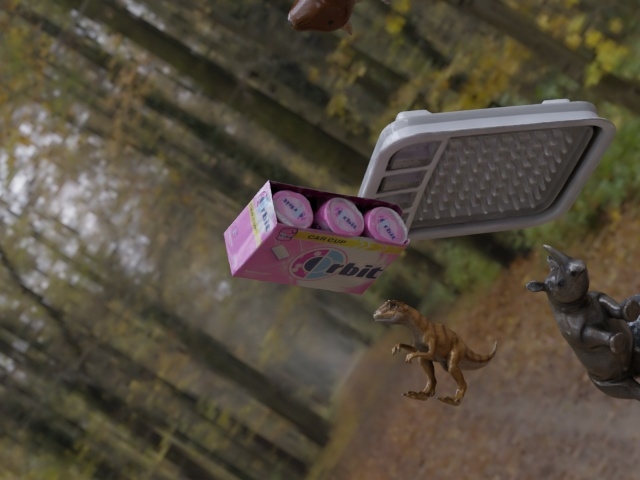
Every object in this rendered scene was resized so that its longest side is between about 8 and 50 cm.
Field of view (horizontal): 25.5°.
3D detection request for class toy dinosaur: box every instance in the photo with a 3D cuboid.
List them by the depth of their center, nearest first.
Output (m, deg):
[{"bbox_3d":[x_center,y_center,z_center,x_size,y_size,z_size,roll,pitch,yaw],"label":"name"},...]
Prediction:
[{"bbox_3d":[0.146,0.129,1.576,0.064,0.211,0.112,-6,63,45],"label":"toy dinosaur"}]

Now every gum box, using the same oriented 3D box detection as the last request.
[{"bbox_3d":[0.000,0.000,1.613,0.107,0.188,0.062,-47,45,42],"label":"gum box"}]

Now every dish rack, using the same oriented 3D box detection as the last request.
[{"bbox_3d":[0.208,-0.100,1.926,0.285,0.333,0.072,108,153,-58],"label":"dish rack"}]

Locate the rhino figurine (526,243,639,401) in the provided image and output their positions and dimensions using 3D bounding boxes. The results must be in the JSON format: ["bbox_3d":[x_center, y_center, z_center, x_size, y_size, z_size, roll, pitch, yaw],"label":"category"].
[{"bbox_3d":[0.313,0.095,1.617,0.073,0.243,0.106,-49,27,-21],"label":"rhino figurine"}]

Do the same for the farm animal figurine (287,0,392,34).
[{"bbox_3d":[0.011,-0.265,1.048,0.326,0.172,0.330,-51,36,-8],"label":"farm animal figurine"}]

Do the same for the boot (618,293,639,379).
[{"bbox_3d":[0.495,0.295,1.678,0.146,0.367,0.445,-59,7,42],"label":"boot"}]
